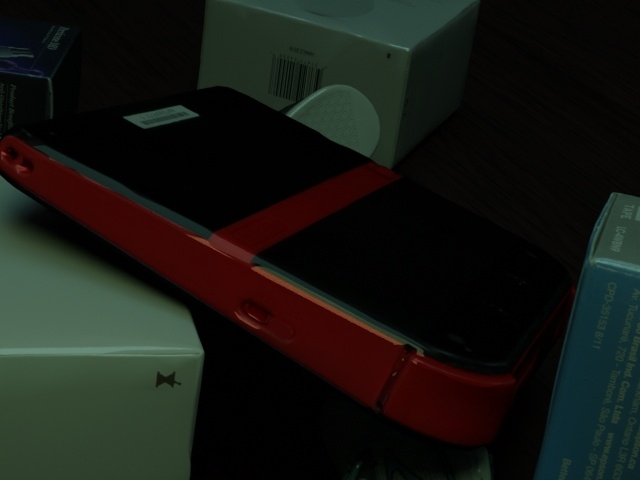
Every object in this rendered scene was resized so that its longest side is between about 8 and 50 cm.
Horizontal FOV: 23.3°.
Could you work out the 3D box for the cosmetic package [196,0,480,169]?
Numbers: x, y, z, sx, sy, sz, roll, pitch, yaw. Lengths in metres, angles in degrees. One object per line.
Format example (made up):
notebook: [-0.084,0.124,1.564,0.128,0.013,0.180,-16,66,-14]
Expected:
cosmetic package: [0.021,-0.196,1.639,0.224,0.138,0.224,18,29,18]

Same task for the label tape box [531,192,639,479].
label tape box: [0.309,0.139,0.936,0.347,0.249,0.115,14,27,10]

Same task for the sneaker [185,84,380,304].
sneaker: [-0.088,-0.021,1.321,0.296,0.104,0.147,-36,4,-24]

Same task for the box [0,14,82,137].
box: [-0.338,-0.142,1.453,0.207,0.108,0.153,7,26,-2]

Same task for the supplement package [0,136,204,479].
supplement package: [-0.193,0.069,0.998,0.175,0.177,0.293,1,27,-17]

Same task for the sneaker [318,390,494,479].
sneaker: [0.050,0.173,0.951,0.122,0.110,0.283,-8,31,-23]

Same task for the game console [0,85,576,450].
game console: [0.000,0.000,1.061,0.342,0.060,0.386,27,16,11]
